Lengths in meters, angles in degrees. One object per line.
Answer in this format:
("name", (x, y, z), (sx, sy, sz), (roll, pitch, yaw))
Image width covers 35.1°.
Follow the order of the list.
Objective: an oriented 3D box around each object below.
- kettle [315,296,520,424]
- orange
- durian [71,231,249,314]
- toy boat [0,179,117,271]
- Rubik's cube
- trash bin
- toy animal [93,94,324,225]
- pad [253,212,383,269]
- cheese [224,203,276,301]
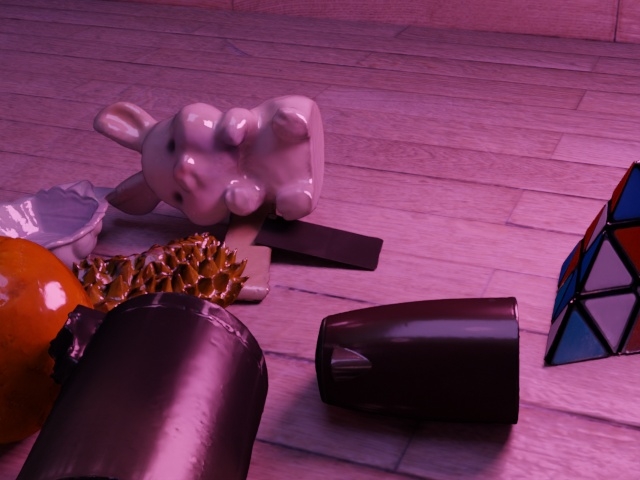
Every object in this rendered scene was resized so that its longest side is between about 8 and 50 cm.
("kettle", (0.111, 0.132, 1.181), (0.232, 0.144, 0.202), (1, 5, 8))
("orange", (-0.369, 0.108, 1.120), (0.240, 0.240, 0.240), (0, 25, 0))
("durian", (-0.240, 0.070, 1.317), (0.341, 0.112, 0.191), (-17, 27, -23))
("toy boat", (-0.415, -0.007, 1.517), (0.199, 0.100, 0.290), (9, 27, 18))
("Rubik's cube", (0.399, -0.008, 1.357), (0.284, 0.234, 0.250), (-5, 25, -8))
("trash bin", (-0.167, 0.205, 0.937), (0.252, 0.203, 0.301), (34, 24, -12))
("toy animal", (-0.174, -0.135, 1.624), (0.367, 0.196, 0.241), (-6, 16, -2))
("pad", (0.000, 0.000, 1.574), (0.193, 0.004, 0.116), (14, 26, 4))
("cheese", (-0.112, -0.006, 1.596), (0.085, 0.034, 0.400), (2, 25, -2))
